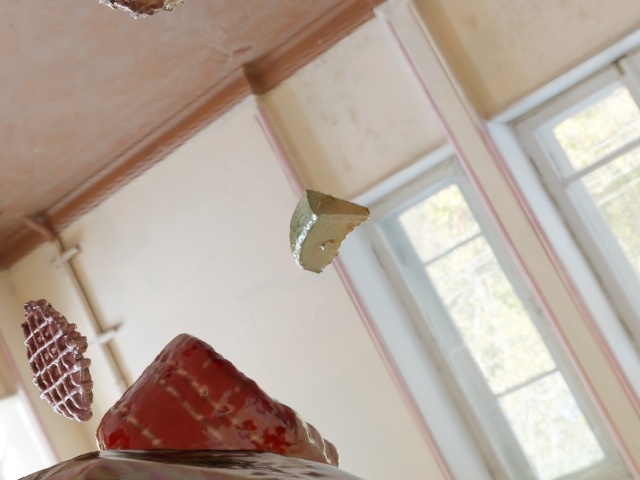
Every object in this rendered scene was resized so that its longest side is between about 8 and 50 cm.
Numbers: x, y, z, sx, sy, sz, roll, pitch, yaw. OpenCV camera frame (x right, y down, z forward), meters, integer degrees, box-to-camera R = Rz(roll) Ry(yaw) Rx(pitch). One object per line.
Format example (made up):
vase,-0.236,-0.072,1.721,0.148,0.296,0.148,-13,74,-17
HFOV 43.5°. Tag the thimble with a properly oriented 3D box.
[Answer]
thimble,-0.084,0.173,0.664,0.125,0.189,0.163,-50,152,-16

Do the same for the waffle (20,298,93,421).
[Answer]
waffle,-0.498,0.232,1.518,0.055,0.221,0.234,-23,129,-42

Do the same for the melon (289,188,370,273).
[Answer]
melon,-0.006,-0.002,1.212,0.097,0.054,0.182,9,143,-22

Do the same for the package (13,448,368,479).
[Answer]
package,-0.063,0.166,0.420,0.287,0.109,0.223,5,172,-19

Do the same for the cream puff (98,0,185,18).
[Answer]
cream puff,-0.151,-0.293,0.592,0.163,0.240,0.240,-15,178,21
